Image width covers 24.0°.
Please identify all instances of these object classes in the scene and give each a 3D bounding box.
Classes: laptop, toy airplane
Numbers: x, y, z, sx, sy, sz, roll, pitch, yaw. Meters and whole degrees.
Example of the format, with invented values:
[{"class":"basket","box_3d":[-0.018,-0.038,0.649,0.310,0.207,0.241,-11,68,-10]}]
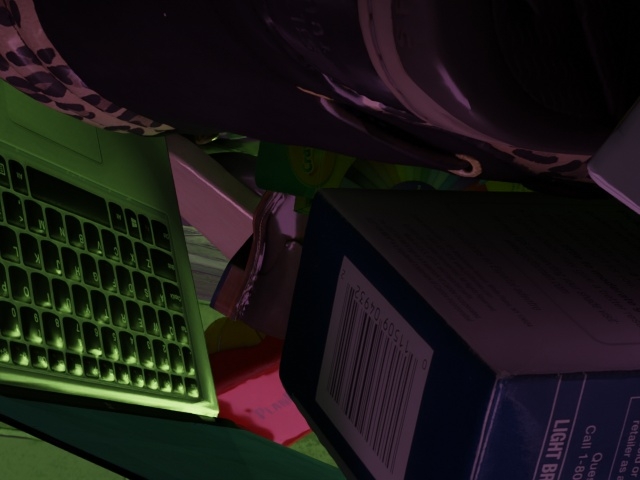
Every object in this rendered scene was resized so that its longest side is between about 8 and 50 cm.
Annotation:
[{"class":"laptop","box_3d":[-0.051,0.016,0.854,0.236,0.408,0.382,-16,165,16]},{"class":"toy airplane","box_3d":[0.011,0.066,1.377,0.384,0.272,0.386,6,128,6]}]

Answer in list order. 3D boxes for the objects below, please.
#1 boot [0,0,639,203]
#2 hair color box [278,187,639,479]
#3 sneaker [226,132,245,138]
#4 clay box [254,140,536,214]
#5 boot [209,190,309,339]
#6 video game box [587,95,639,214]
[{"class":"boot","box_3d":[0.054,-0.086,0.641,0.284,0.138,0.377,10,-175,39]},{"class":"hair color box","box_3d":[0.175,0.057,0.680,0.347,0.105,0.174,0,-155,-25]},{"class":"sneaker","box_3d":[0.011,-0.072,0.931,0.080,0.094,0.212,-1,169,42]},{"class":"clay box","box_3d":[0.076,-0.064,0.796,0.222,0.127,0.053,11,173,-12]},{"class":"boot","box_3d":[0.000,0.000,1.160,0.106,0.082,0.219,32,132,3]},{"class":"video game box","box_3d":[0.190,-0.061,0.497,0.048,0.187,0.205,44,-169,30]}]
